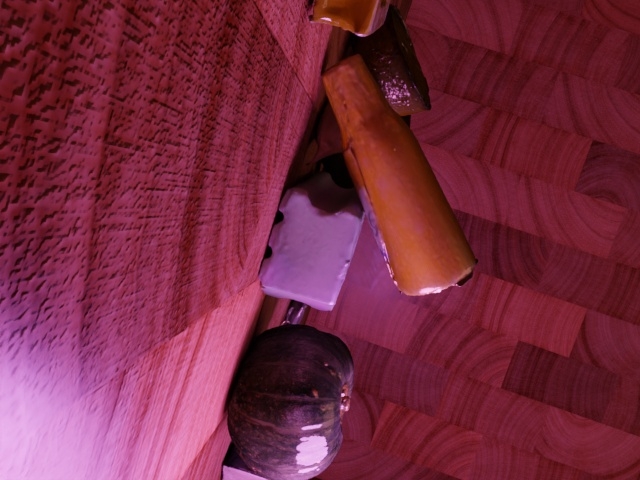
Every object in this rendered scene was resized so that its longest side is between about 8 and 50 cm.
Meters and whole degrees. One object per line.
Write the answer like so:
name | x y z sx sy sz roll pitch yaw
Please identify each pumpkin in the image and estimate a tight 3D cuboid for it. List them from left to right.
pumpkin | -0.060 0.341 1.160 0.328 0.257 0.292 -50 146 -68

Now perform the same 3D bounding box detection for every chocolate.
chocolate | 0.125 -0.113 0.970 0.446 0.162 0.162 62 17 -11

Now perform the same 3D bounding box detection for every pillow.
pillow | -0.076 0.234 1.902 0.255 0.059 0.169 -68 175 -61

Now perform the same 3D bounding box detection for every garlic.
garlic | 0.053 -0.239 1.123 0.164 0.145 0.245 -39 -172 24

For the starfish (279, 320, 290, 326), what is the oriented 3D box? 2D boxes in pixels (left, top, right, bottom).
starfish | -0.125 0.296 1.731 0.091 0.028 0.078 32 71 -83

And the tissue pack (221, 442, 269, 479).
tissue pack | -0.130 0.552 1.554 0.198 0.209 0.370 110 3 -46

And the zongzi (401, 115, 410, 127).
zongzi | 0.198 -0.410 2.084 0.432 0.207 0.404 139 -36 -61

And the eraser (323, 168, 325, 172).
eraser | 0.014 -0.087 1.510 0.144 0.078 0.344 66 44 -84

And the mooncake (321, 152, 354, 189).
mooncake | 0.048 -0.170 1.324 0.104 0.168 0.175 -55 134 -41

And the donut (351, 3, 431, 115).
donut | 0.159 -0.393 1.182 0.272 0.107 0.272 47 33 -44

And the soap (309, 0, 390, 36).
soap | 0.076 -0.432 0.665 0.199 0.091 0.315 -67 175 -62

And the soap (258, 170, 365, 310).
soap | 0.000 0.000 1.154 0.446 0.156 0.262 -59 167 -76
